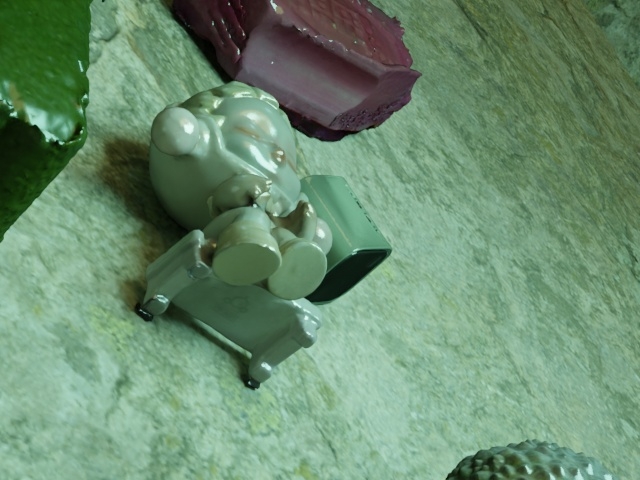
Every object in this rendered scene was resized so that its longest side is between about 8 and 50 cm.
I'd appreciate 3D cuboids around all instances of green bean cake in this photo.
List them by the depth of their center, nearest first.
[{"bbox_3d":[-0.275,-0.137,0.966,0.247,0.156,0.250,33,28,-30],"label":"green bean cake"}]

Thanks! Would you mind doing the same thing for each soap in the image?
[{"bbox_3d":[-0.024,-0.211,1.579,0.289,0.112,0.182,26,30,-40],"label":"soap"}]

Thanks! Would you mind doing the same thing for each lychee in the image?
[{"bbox_3d":[0.176,0.240,1.173,0.197,0.165,0.165,35,19,20],"label":"lychee"}]

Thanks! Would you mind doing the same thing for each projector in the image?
[{"bbox_3d":[0.000,0.000,1.327,0.082,0.083,0.083,57,25,18],"label":"projector"}]

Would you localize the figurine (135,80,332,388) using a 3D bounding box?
[{"bbox_3d":[-0.065,-0.026,1.211,0.182,0.144,0.257,16,37,-18],"label":"figurine"}]
